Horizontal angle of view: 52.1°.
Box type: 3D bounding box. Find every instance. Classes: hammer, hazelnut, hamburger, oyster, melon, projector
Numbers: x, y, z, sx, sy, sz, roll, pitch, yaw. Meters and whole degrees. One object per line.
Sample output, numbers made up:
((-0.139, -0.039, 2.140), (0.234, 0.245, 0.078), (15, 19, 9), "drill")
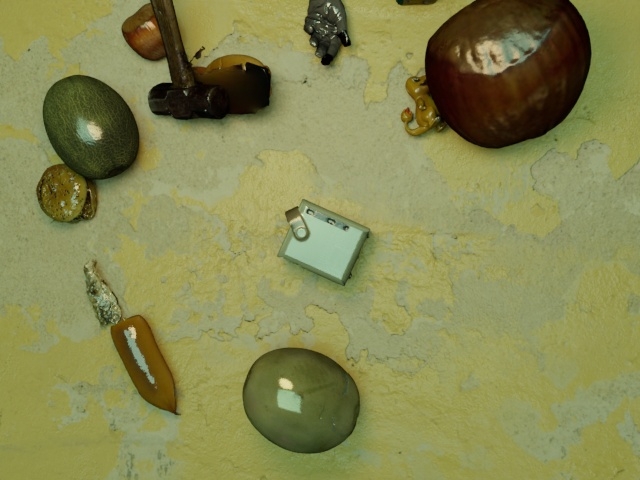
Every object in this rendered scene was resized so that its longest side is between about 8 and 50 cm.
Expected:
((-0.392, -0.529, 1.777), (0.243, 0.095, 0.408), (8, 120, 32), "hammer")
((-0.486, -0.601, 1.892), (0.151, 0.150, 0.150), (0, 89, 6), "hazelnut")
((-0.746, -0.127, 1.914), (0.177, 0.113, 0.185), (34, 92, 4), "hamburger")
((0.483, -0.438, 1.684), (0.421, 0.352, 0.420), (-10, 123, -15), "hazelnut")
((-0.656, 0.163, 1.928), (0.106, 0.061, 0.199), (-38, 86, 5), "oyster")
((-0.644, -0.321, 1.842), (0.238, 0.237, 0.301), (-30, 85, 5), "melon")
((0.000, 0.000, 1.813), (0.243, 0.163, 0.177), (25, 91, 1), "projector")
((-0.047, 0.432, 1.762), (0.330, 0.268, 0.268), (23, 92, -11), "melon")

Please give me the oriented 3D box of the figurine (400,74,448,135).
((0.274, -0.374, 1.831), (0.122, 0.121, 0.176), (-25, 72, 32), "figurine")

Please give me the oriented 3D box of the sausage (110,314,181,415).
((-0.497, 0.371, 1.891), (0.112, 0.112, 0.328), (-27, 89, 5), "sausage")

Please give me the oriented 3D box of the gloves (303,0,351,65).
((0.018, -0.626, 1.841), (0.143, 0.119, 0.285), (0, 75, 17), "gloves")

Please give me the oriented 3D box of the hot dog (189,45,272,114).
((-0.250, -0.460, 1.847), (0.326, 0.107, 0.194), (21, 132, 23), "hot dog")

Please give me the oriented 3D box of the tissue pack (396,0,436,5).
((0.274, -0.762, 1.737), (0.134, 0.271, 0.192), (-1, 91, 2), "tissue pack")
